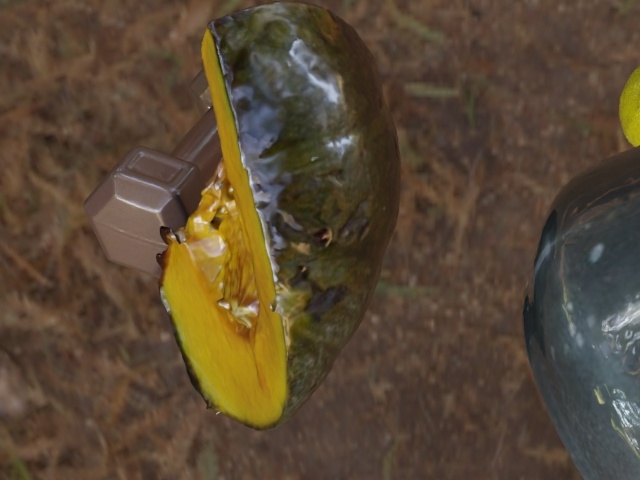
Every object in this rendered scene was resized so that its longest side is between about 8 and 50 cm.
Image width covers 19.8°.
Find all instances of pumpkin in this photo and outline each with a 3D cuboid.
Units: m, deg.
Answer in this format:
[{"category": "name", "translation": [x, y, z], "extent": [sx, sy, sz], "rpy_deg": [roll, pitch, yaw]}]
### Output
[{"category": "pumpkin", "translation": [0.000, 0.000, 1.118], "extent": [0.148, 0.312, 0.169], "rpy_deg": [-22, 65, -20]}]

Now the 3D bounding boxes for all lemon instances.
[{"category": "lemon", "translation": [0.368, -0.137, 1.923], "extent": [0.109, 0.133, 0.109], "rpy_deg": [2, 60, -3]}]

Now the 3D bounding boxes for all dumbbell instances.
[{"category": "dumbbell", "translation": [-0.083, -0.066, 1.323], "extent": [0.092, 0.082, 0.231], "rpy_deg": [20, 40, 12]}]

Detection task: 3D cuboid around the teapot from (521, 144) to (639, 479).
[{"category": "teapot", "translation": [0.300, 0.019, 0.837], "extent": [0.300, 0.344, 0.253], "rpy_deg": [41, 32, -18]}]
